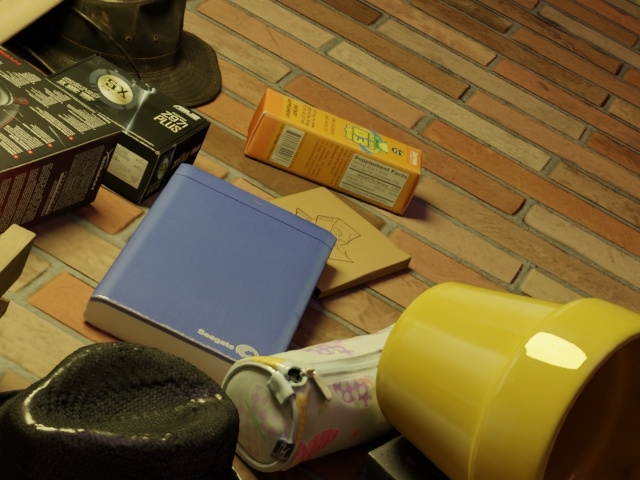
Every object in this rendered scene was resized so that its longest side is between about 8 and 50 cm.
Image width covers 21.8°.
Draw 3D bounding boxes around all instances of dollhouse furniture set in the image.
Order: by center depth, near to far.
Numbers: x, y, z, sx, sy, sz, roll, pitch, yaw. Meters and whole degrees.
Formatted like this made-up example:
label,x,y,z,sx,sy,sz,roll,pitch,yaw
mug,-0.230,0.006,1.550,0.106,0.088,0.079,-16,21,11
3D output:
label,x,y,z,sx,sy,sz,roll,pitch,yaw
dollhouse furniture set,-0.366,0.055,1.537,0.123,0.151,0.144,26,26,1

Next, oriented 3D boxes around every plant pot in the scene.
label,x,y,z,sx,sy,sz,roll,pitch,yaw
plant pot,0.193,0.157,1.633,0.239,0.254,0.254,25,22,37

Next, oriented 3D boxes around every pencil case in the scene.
label,x,y,z,sx,sy,sz,roll,pitch,yaw
pencil case,0.020,0.154,1.718,0.273,0.124,0.113,-8,42,-48

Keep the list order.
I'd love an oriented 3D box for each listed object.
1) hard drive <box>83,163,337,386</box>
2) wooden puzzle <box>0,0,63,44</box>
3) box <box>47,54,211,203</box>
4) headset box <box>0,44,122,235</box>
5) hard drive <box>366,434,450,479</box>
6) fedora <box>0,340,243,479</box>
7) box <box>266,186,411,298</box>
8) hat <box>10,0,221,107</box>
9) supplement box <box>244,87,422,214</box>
label,x,y,z,sx,sy,sz,roll,pitch,yaw
hard drive,-0.114,0.038,1.868,0.210,0.040,0.318,26,32,0
wooden puzzle,-0.452,-0.345,2.182,0.239,0.044,0.221,30,52,23
box,-0.251,-0.140,2.047,0.180,0.077,0.147,31,27,10
headset box,-0.398,-0.107,1.831,0.218,0.110,0.293,34,29,16
hard drive,0.176,0.286,1.692,0.255,0.054,0.172,37,30,22
fedora,-0.187,0.186,1.457,0.334,0.152,0.334,20,28,-11
box,0.000,0.000,2.077,0.164,0.021,0.201,39,30,23
hat,-0.272,-0.318,2.280,0.331,0.134,0.331,19,28,-11
supplement box,0.019,-0.119,2.238,0.233,0.080,0.078,22,30,-11
